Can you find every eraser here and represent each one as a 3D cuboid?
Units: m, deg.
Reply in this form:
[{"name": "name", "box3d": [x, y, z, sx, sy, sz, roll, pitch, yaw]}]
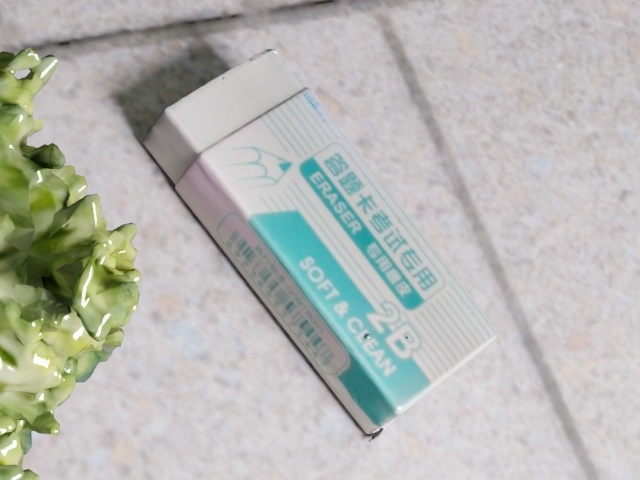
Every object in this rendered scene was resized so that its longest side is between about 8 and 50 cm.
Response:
[{"name": "eraser", "box3d": [0.000, 0.000, 1.041, 0.095, 0.052, 0.225, -35, 84, -33]}]

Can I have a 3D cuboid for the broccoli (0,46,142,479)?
[{"name": "broccoli", "box3d": [-0.229, 0.041, 0.782, 0.277, 0.317, 0.338, 30, 87, -8]}]
